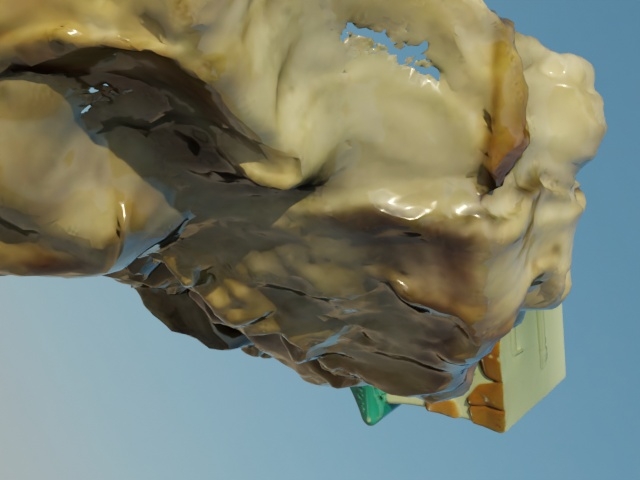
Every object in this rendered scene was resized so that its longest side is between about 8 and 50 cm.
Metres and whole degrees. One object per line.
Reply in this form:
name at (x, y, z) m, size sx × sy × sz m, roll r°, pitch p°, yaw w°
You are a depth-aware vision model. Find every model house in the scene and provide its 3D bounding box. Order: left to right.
model house at (0.062, 0.038, 0.888) m, size 0.149 × 0.100 × 0.127 m, roll 3°, pitch -74°, yaw 33°

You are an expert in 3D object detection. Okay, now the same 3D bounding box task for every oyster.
oyster at (0.003, 0.001, 0.471) m, size 0.354 × 0.201 × 0.107 m, roll 15°, pitch 50°, yaw -61°
